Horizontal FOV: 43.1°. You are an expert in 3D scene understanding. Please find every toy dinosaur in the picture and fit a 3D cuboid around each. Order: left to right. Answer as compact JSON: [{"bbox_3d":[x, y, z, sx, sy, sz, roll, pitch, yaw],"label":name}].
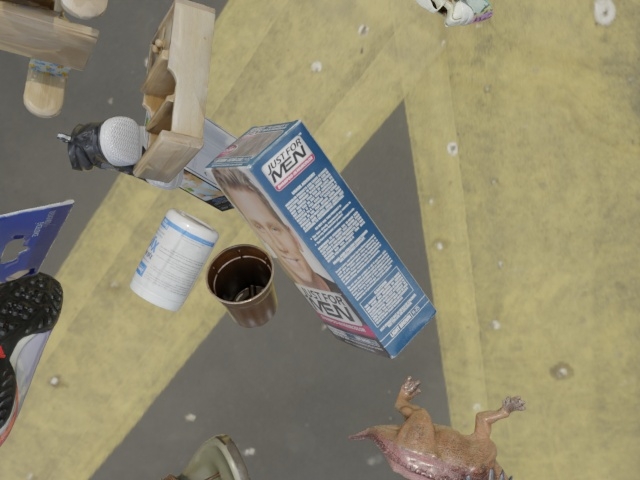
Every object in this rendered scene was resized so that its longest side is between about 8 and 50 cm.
[{"bbox_3d":[0.164,0.300,1.099,0.295,0.200,0.127,11,120,18],"label":"toy dinosaur"}]

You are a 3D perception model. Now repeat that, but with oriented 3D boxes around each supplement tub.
[{"bbox_3d":[-0.174,0.022,0.972,0.071,0.071,0.107,29,93,-6],"label":"supplement tub"}]

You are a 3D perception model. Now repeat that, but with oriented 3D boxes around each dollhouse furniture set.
[{"bbox_3d":[-0.386,-0.272,1.269,0.394,0.257,0.362,11,160,-25],"label":"dollhouse furniture set"}]

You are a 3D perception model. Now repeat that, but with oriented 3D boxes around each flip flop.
[{"bbox_3d":[-0.172,0.324,0.976,0.277,0.080,0.112,-37,71,37],"label":"flip flop"}]

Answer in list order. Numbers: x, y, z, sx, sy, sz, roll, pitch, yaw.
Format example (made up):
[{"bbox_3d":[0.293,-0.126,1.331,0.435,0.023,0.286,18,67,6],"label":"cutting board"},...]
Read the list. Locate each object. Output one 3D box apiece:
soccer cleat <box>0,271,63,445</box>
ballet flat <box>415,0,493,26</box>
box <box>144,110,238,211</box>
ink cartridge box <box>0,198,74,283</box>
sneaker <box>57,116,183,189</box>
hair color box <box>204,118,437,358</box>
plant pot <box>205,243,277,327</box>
[{"bbox_3d":[-0.453,0.174,1.158,0.108,0.318,0.116,16,129,-12],"label":"soccer cleat"},{"bbox_3d":[0.245,-0.480,1.630,0.221,0.079,0.077,24,147,-16],"label":"ballet flat"},{"bbox_3d":[-0.294,-0.205,1.951,0.087,0.169,0.290,-13,153,34],"label":"box"},{"bbox_3d":[-0.306,0.059,0.452,0.165,0.332,0.065,-37,71,59],"label":"ink cartridge box"},{"bbox_3d":[-0.374,-0.164,1.530,0.153,0.268,0.101,3,79,21],"label":"sneaker"},{"bbox_3d":[0.000,0.000,1.156,0.105,0.174,0.347,-43,111,-18],"label":"hair color box"},{"bbox_3d":[-0.180,0.123,1.980,0.167,0.167,0.165,1,145,10],"label":"plant pot"}]
